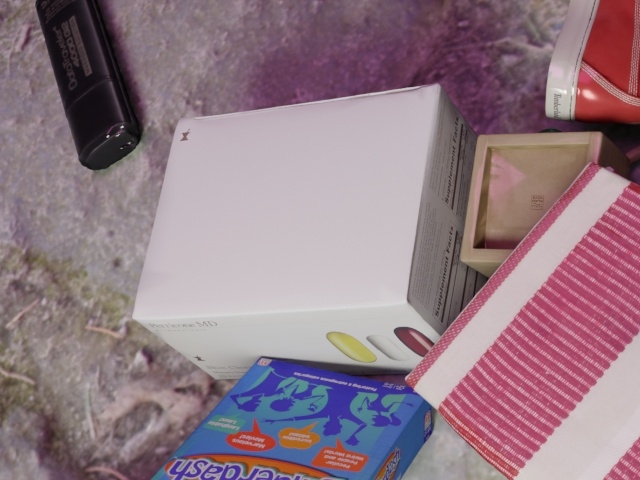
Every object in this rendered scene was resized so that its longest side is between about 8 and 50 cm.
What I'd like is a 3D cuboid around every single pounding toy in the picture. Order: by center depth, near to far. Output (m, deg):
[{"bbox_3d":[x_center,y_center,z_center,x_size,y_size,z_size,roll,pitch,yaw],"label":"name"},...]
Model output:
[{"bbox_3d":[0.204,-0.036,1.212,0.130,0.100,0.141,1,74,32],"label":"pounding toy"}]

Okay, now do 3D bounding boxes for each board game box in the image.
[{"bbox_3d":[-0.023,0.175,1.149,0.160,0.047,0.210,9,30,23],"label":"board game box"}]

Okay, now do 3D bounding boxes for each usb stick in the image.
[{"bbox_3d":[-0.256,-0.189,1.596,0.077,0.045,0.278,-36,51,17],"label":"usb stick"}]

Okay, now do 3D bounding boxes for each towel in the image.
[{"bbox_3d":[0.254,0.120,1.064,0.329,0.037,0.237,40,89,26],"label":"towel"}]

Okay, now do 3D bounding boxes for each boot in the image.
[{"bbox_3d":[0.301,-0.188,1.252,0.176,0.088,0.244,9,55,15],"label":"boot"}]

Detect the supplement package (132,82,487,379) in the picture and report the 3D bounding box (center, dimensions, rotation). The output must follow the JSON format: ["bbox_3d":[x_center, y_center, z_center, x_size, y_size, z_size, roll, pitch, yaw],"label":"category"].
[{"bbox_3d":[0.000,0.000,1.266,0.262,0.145,0.204,-5,60,29],"label":"supplement package"}]
